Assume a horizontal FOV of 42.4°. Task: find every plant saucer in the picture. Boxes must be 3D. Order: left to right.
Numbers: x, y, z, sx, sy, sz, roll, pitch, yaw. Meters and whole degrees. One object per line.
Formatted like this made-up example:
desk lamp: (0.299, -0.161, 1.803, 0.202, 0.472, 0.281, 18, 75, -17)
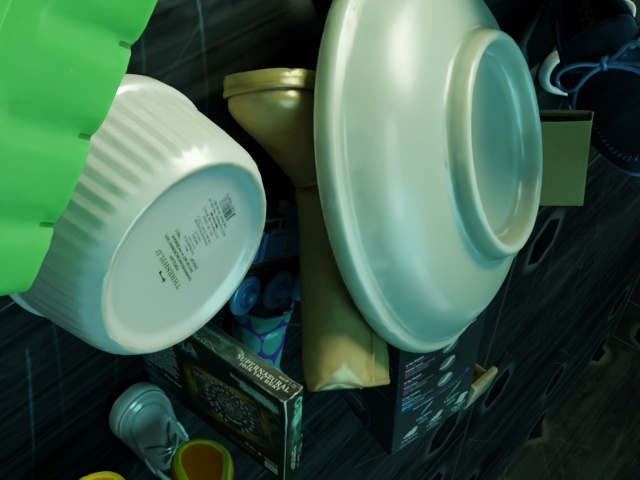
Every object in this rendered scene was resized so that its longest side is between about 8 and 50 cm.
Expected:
plant saucer: (0.137, -0.089, 0.800, 0.400, 0.100, 0.400, 2, 88, -58)

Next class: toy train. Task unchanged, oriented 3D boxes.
toy train: (-0.055, 0.009, 0.822, 0.184, 0.080, 0.105, -9, 120, -56)

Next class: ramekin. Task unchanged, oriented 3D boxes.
ramekin: (-0.136, -0.011, 0.629, 0.207, 0.109, 0.207, -39, 147, -32)

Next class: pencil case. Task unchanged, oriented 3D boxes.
pencil case: (-0.067, 0.116, 0.926, 0.070, 0.064, 0.152, -16, 135, -30)

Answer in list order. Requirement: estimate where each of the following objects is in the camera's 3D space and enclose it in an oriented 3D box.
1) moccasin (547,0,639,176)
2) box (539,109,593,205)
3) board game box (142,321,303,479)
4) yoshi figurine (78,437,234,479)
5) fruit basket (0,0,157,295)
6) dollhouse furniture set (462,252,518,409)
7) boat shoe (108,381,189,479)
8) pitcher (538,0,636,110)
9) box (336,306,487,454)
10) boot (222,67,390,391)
moccasin: (0.349, -0.234, 1.051, 0.137, 0.342, 0.117, -28, 144, 19)
box: (0.261, -0.102, 1.067, 0.201, 0.164, 0.021, 65, 30, -59)
board game box: (-0.095, 0.129, 0.758, 0.026, 0.186, 0.126, -39, 148, -36)
yoshi figurine: (-0.185, 0.348, 0.874, 0.203, 0.203, 0.362, -58, 163, -50)
fruit basket: (-0.256, -0.107, 0.328, 0.353, 0.165, 0.327, 15, 105, -46)
dollhouse furniture set: (0.227, 0.109, 1.284, 0.212, 0.161, 0.242, -17, 135, -58)
boat shoe: (-0.166, 0.212, 0.862, 0.066, 0.063, 0.184, -42, 149, -29)
pitcher: (0.439, -0.266, 1.333, 0.178, 0.125, 0.207, -36, 141, 3)
box: (0.105, 0.127, 1.088, 0.143, 0.165, 0.270, -28, 143, -22)
boot: (0.000, 0.000, 0.738, 0.236, 0.089, 0.269, 11, 74, -61)
